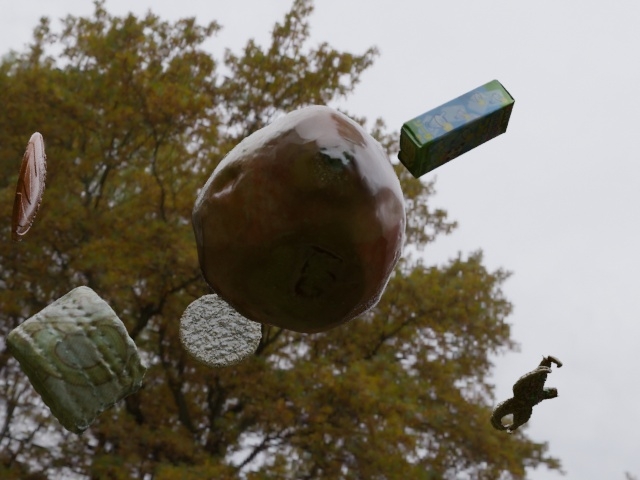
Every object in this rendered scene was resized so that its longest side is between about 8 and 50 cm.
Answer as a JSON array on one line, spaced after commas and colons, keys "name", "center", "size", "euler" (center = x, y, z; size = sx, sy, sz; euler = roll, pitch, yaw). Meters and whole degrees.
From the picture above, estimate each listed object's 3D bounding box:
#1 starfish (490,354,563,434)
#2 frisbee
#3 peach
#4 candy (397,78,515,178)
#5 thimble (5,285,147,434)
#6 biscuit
[{"name": "starfish", "center": [0.400, 0.307, 1.652], "size": [0.150, 0.053, 0.209], "euler": [-7, -49, -18]}, {"name": "frisbee", "center": [-0.492, -0.089, 1.445], "size": [0.035, 0.192, 0.192], "euler": [12, -34, -13]}, {"name": "peach", "center": [-0.019, -0.025, 0.830], "size": [0.214, 0.214, 0.235], "euler": [17, -35, -7]}, {"name": "candy", "center": [0.227, -0.189, 1.422], "size": [0.194, 0.062, 0.097], "euler": [-28, -27, -14]}, {"name": "thimble", "center": [-0.359, 0.178, 1.257], "size": [0.190, 0.143, 0.137], "euler": [51, -28, 12]}, {"name": "biscuit", "center": [-0.179, 0.160, 1.501], "size": [0.152, 0.152, 0.020], "euler": [14, -37, -4]}]
